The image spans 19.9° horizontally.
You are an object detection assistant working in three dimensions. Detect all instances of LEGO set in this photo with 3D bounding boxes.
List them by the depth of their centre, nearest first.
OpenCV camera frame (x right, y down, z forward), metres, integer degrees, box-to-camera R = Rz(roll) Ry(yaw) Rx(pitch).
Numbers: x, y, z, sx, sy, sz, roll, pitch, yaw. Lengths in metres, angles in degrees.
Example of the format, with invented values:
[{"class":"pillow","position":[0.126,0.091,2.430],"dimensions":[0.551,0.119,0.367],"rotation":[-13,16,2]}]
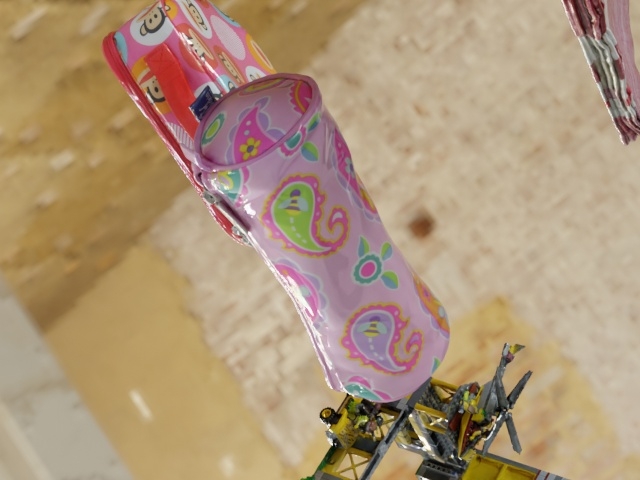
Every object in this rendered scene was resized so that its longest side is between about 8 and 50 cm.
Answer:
[{"class":"LEGO set","position":[0.132,0.270,1.672],"dimensions":[0.255,0.192,0.331],"rotation":[-50,-43,-30]}]

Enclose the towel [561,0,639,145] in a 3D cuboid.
[{"class":"towel","position":[0.243,-0.261,1.655],"dimensions":[0.037,0.237,0.329],"rotation":[-14,-28,15]}]

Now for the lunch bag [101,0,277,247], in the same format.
[{"class":"lunch bag","position":[-0.109,-0.135,2.005],"dimensions":[0.120,0.293,0.258],"rotation":[-35,1,13]}]

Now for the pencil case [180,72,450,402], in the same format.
[{"class":"pencil case","position":[0.000,0.000,1.445],"dimensions":[0.124,0.124,0.284],"rotation":[-35,-56,-4]}]
